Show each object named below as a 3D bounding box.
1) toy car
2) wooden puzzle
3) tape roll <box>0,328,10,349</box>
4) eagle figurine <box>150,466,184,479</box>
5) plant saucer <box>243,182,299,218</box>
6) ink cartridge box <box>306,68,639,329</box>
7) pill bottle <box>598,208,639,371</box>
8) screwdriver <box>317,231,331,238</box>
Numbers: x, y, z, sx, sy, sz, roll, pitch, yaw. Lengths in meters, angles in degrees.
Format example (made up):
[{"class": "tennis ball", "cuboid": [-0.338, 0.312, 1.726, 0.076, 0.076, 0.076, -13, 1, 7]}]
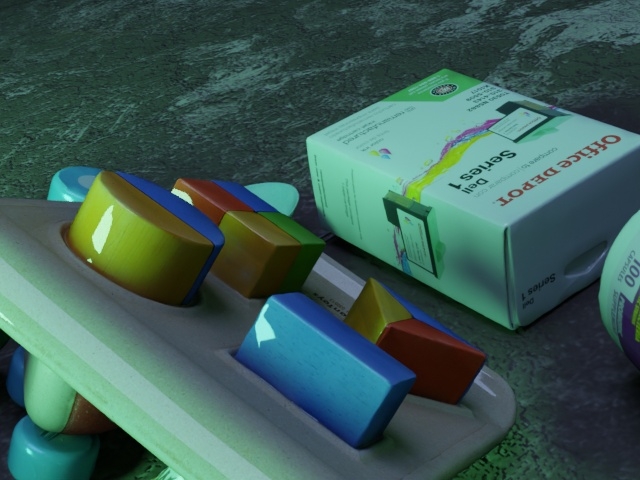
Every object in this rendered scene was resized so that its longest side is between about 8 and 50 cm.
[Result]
[{"class": "toy car", "cuboid": [-0.130, 0.083, 0.952, 0.238, 0.219, 0.210, 9, 24, -21]}, {"class": "wooden puzzle", "cuboid": [-0.032, 0.046, 0.746, 0.322, 0.080, 0.348, 35, 18, 19]}, {"class": "tape roll", "cuboid": [-0.424, -0.003, 1.026, 0.321, 0.321, 0.077, 11, 38, 35]}, {"class": "eagle figurine", "cuboid": [-0.078, 0.201, 0.734, 0.298, 0.225, 0.226, 11, 58, -37]}, {"class": "plant saucer", "cuboid": [-0.107, 0.000, 1.163, 0.195, 0.037, 0.195, -20, 23, 9]}, {"class": "ink cartridge box", "cuboid": [0.153, -0.053, 1.087, 0.201, 0.117, 0.278, -29, 37, -28]}, {"class": "pill bottle", "cuboid": [0.329, 0.087, 0.750, 0.169, 0.169, 0.301, -17, 30, -8]}, {"class": "screwdriver", "cuboid": [0.000, 0.000, 1.173, 0.170, 0.025, 0.024, -24, 31, -35]}]
